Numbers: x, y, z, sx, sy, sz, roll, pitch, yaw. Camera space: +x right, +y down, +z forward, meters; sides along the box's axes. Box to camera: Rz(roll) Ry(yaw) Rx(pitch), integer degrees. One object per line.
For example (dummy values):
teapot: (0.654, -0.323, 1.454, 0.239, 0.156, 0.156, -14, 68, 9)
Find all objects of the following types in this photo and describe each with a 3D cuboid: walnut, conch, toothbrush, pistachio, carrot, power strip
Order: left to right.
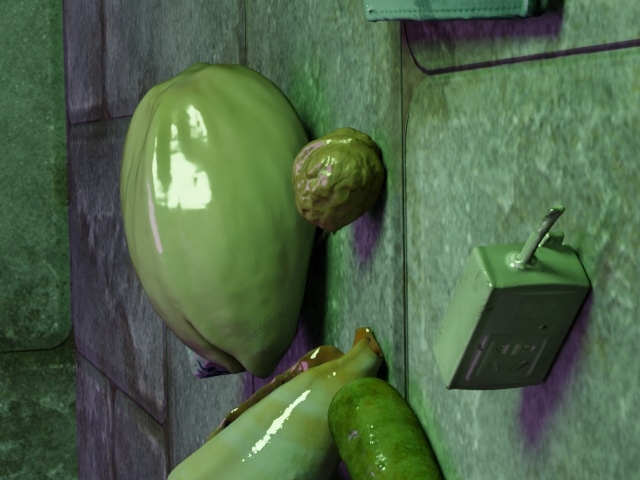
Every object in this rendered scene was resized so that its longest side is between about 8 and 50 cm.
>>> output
pistachio: (-0.099, -0.022, 1.405, 0.226, 0.207, 0.332, 13, -114, -64)
conch: (-0.026, 0.200, 1.265, 0.127, 0.255, 0.158, 51, -170, -3)
toothbrush: (0.000, 0.000, 1.401, 0.097, 0.006, 0.008, 129, 132, -64)
walnut: (0.015, -0.056, 1.239, 0.079, 0.082, 0.096, -68, 2, -50)
carrot: (0.089, 0.241, 1.074, 0.358, 0.074, 0.074, -119, 32, -48)
power strip: (0.130, 0.037, 0.908, 0.175, 0.075, 0.042, 105, 157, -44)

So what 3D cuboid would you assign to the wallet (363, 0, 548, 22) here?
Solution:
wallet: (0.094, -0.285, 1.018, 0.290, 0.054, 0.251, -159, 64, -65)

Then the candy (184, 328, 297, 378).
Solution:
candy: (-0.091, 0.101, 1.555, 0.160, 0.092, 0.073, 131, 129, -61)
